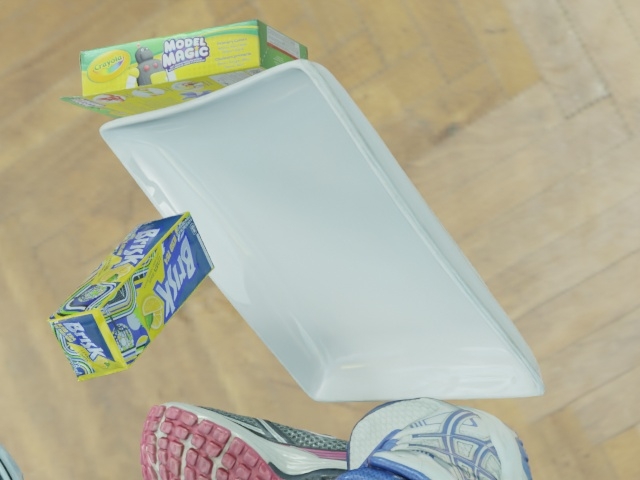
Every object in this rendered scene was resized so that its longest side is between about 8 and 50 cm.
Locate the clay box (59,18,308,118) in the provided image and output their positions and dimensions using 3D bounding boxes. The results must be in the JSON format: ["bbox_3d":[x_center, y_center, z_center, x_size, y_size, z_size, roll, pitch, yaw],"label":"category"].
[{"bbox_3d":[-0.136,-0.165,1.700,0.222,0.127,0.053,-6,81,21],"label":"clay box"}]

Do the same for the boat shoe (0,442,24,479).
[{"bbox_3d":[-0.224,0.201,1.046,0.121,0.119,0.335,-38,68,-3],"label":"boat shoe"}]

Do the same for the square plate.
[{"bbox_3d":[0.000,0.000,1.479,0.344,0.049,0.347,52,150,-18],"label":"square plate"}]

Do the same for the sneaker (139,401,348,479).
[{"bbox_3d":[-0.029,0.222,1.555,0.299,0.112,0.120,18,111,20],"label":"sneaker"}]

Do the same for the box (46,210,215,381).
[{"bbox_3d":[-0.149,0.042,1.381,0.054,0.169,0.059,-13,111,28],"label":"box"}]

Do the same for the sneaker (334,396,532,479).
[{"bbox_3d":[0.058,0.153,1.033,0.131,0.296,0.112,29,96,-21],"label":"sneaker"}]
